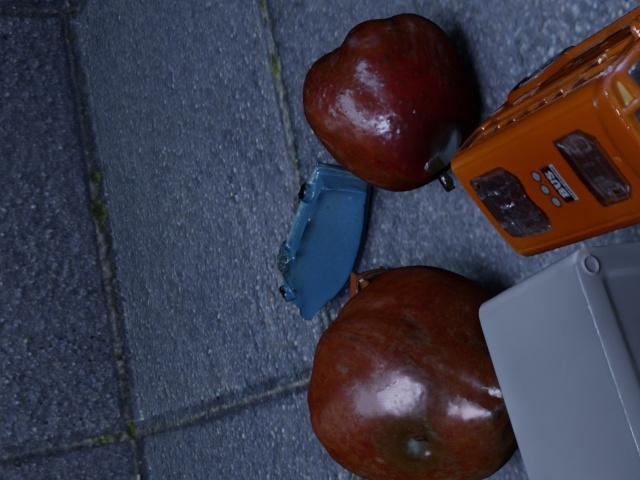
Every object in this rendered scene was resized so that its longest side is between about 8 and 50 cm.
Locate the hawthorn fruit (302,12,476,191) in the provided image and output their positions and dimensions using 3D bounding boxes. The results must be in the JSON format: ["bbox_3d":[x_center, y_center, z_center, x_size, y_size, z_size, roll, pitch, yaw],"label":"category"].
[{"bbox_3d":[0.087,-0.137,1.165,0.202,0.185,0.185,55,145,16],"label":"hawthorn fruit"}]

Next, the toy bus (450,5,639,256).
[{"bbox_3d":[0.236,-0.088,0.802,0.143,0.153,0.329,52,158,-5],"label":"toy bus"}]

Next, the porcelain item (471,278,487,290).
[{"bbox_3d":[0.157,0.074,1.207,0.036,0.028,0.083,68,151,24],"label":"porcelain item"}]

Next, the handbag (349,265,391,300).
[{"bbox_3d":[0.085,0.137,1.336,0.127,0.062,0.190,32,127,58],"label":"handbag"}]

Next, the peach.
[{"bbox_3d":[0.113,0.147,1.096,0.256,0.232,0.232,177,87,-69],"label":"peach"}]

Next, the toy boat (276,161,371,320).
[{"bbox_3d":[0.000,0.000,1.436,0.098,0.109,0.238,-99,21,-57],"label":"toy boat"}]

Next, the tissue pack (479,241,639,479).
[{"bbox_3d":[0.258,0.136,0.878,0.136,0.159,0.246,-42,57,56],"label":"tissue pack"}]
